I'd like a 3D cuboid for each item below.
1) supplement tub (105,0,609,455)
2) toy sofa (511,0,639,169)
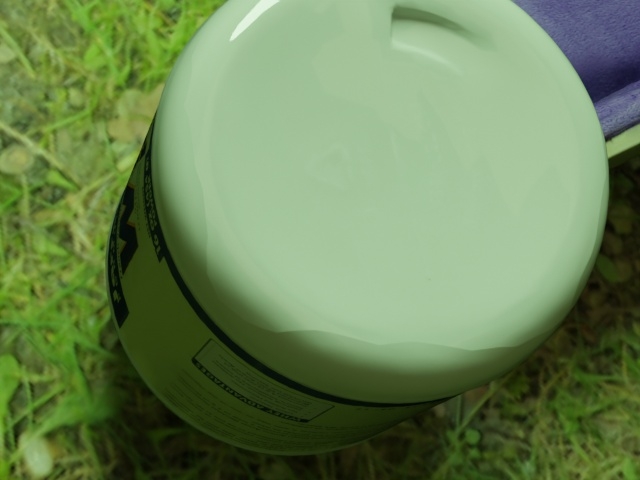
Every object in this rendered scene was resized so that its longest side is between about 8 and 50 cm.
[{"bbox_3d":[0.000,0.000,0.839,0.235,0.325,0.235,4,74,-14],"label":"supplement tub"},{"bbox_3d":[0.216,-0.138,1.017,0.362,0.177,0.150,-26,83,-19],"label":"toy sofa"}]
